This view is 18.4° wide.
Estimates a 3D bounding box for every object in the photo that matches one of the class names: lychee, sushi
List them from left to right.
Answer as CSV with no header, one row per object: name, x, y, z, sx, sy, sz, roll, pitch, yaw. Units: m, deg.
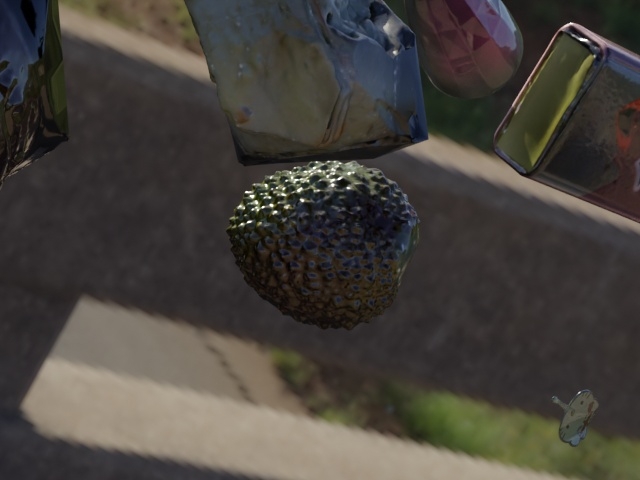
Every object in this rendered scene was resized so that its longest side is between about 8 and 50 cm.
sushi,-0.039,-0.174,1.131,0.109,0.134,0.272,-7,87,-60
lychee,0.000,0.000,1.776,0.171,0.171,0.171,26,22,-12

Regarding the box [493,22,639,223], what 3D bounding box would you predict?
box,0.245,-0.076,1.512,0.224,0.120,0.069,17,20,-41

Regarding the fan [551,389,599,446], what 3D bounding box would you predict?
fan,0.240,0.165,1.894,0.004,0.056,0.083,26,-5,41

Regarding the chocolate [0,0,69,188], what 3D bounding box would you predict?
chocolate,-0.451,-0.114,1.766,0.384,0.383,0.331,29,39,-4

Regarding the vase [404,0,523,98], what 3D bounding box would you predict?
vase,0.097,-0.194,1.567,0.086,0.086,0.214,44,-3,29
